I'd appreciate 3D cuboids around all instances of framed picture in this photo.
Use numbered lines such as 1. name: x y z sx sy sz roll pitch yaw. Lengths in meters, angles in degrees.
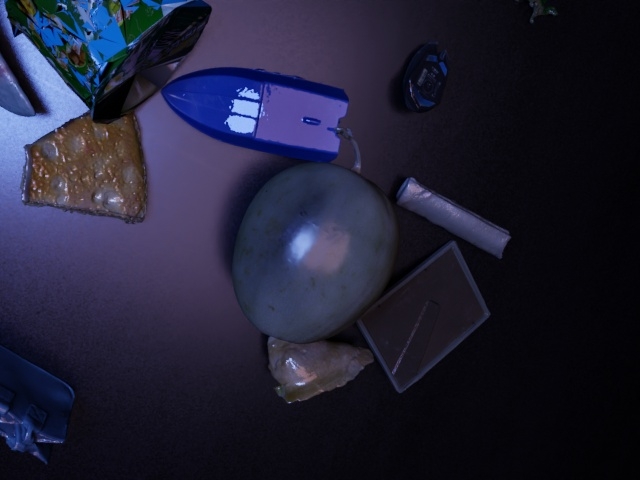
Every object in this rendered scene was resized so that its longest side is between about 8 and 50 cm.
1. framed picture: 0.203 0.145 1.104 0.260 0.023 0.189 -36 109 -17

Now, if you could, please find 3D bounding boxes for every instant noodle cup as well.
1. instant noodle cup: -0.293 -0.302 0.788 0.178 0.240 0.240 45 88 -8

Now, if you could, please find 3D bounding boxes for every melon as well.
1. melon: -0.009 0.013 0.922 0.308 0.272 0.271 -41 109 -1

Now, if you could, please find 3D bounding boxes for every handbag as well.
1. handbag: -0.490 0.232 0.873 0.229 0.179 0.062 40 89 -21

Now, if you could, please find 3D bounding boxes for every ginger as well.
1. ginger: -0.004 0.203 1.046 0.193 0.115 0.122 -15 87 -25

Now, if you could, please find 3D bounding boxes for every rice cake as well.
1. rice cake: 0.255 -0.041 1.087 0.256 0.052 0.057 25 97 -19

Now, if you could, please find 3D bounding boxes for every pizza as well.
1. pizza: -0.363 -0.131 0.890 0.188 0.081 0.204 2 92 -39

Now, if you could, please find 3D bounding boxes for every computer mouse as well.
1. computer mouse: 0.183 -0.286 1.017 0.079 0.047 0.135 30 81 -31

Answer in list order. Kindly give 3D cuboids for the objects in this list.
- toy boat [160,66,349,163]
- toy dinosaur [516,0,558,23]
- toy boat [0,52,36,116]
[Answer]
1. toy boat: -0.110 -0.214 0.937 0.296 0.088 0.129 10 100 -6
2. toy dinosaur: 0.388 -0.451 1.054 0.060 0.029 0.119 -44 104 -19
3. toy boat: -0.493 -0.295 0.788 0.206 0.096 0.282 -7 122 27
